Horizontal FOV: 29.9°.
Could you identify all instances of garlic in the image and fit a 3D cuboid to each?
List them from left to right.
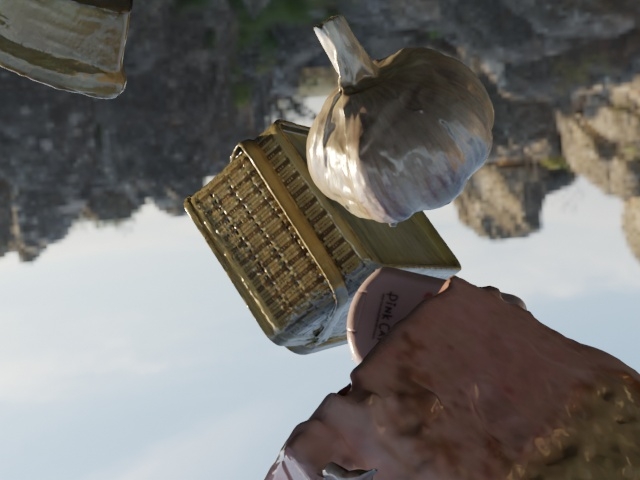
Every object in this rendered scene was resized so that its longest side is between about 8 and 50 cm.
[{"bbox_3d":[0.062,-0.141,1.248,0.218,0.212,0.219,-25,-148,17],"label":"garlic"}]

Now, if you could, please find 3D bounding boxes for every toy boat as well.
[{"bbox_3d":[-0.192,-0.164,0.759,0.188,0.061,0.116,35,-152,10],"label":"toy boat"}]

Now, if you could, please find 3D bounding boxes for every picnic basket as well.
[{"bbox_3d":[0.000,0.000,1.460,0.175,0.228,0.313,-40,163,19],"label":"picnic basket"}]

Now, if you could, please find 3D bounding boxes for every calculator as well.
[{"bbox_3d":[0.109,0.085,1.098,0.175,0.100,0.032,12,172,17],"label":"calculator"}]

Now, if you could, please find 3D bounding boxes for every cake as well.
[{"bbox_3d":[0.099,0.235,0.760,0.306,0.314,0.293,35,-149,7],"label":"cake"}]
